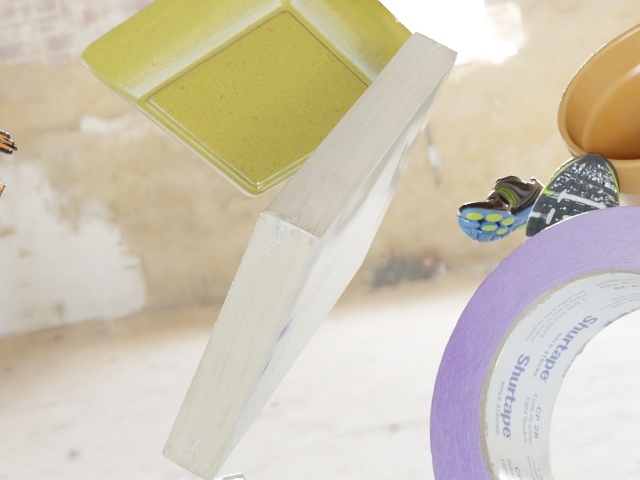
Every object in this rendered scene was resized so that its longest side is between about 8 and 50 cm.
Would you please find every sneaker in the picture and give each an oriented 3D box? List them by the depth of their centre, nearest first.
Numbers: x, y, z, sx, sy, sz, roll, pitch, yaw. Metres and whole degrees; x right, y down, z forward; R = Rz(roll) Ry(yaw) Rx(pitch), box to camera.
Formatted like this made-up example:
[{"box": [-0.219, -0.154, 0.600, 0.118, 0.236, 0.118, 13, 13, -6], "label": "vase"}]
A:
[{"box": [0.305, 0.006, 1.924, 0.111, 0.300, 0.121, 15, 42, 8], "label": "sneaker"}, {"box": [0.260, -0.050, 2.247, 0.188, 0.078, 0.067, -15, -30, -39], "label": "sneaker"}]

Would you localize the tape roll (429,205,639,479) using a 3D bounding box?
[{"box": [0.208, 0.120, 1.042, 0.274, 0.275, 0.090, -2, -17, 42], "label": "tape roll"}]

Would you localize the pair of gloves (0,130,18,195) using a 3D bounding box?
[{"box": [-0.388, -0.091, 1.780, 0.074, 0.083, 0.010, 19, -12, -17], "label": "pair of gloves"}]

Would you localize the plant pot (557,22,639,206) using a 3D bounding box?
[{"box": [0.469, -0.128, 1.957, 0.290, 0.203, 0.291, -23, 36, 18], "label": "plant pot"}]

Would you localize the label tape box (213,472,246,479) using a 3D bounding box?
[{"box": [-0.146, 0.443, 1.595, 0.249, 0.348, 0.115, -22, -5, 13], "label": "label tape box"}]

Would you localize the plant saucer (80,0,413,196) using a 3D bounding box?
[{"box": [-0.064, -0.190, 1.899, 0.332, 0.333, 0.081, -29, 45, 25], "label": "plant saucer"}]

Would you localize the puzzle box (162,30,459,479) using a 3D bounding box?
[{"box": [0.000, 0.000, 1.394, 0.052, 0.272, 0.409, 28, 33, 6], "label": "puzzle box"}]
